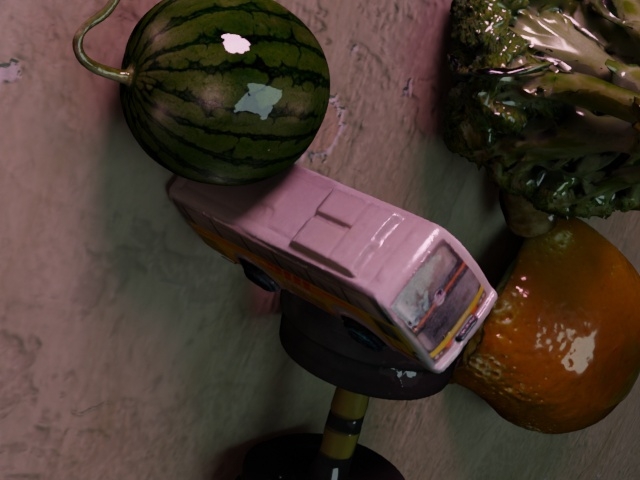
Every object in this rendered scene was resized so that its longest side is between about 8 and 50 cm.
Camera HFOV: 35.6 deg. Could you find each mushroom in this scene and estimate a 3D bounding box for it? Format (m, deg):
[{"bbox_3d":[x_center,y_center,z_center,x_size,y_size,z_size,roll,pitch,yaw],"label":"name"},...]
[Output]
[{"bbox_3d":[0.317,-0.097,1.213,0.312,0.081,0.099,-30,137,-40],"label":"mushroom"}]

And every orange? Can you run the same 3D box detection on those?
[{"bbox_3d":[0.312,0.115,1.284,0.334,0.196,0.262,47,62,-44],"label":"orange"}]

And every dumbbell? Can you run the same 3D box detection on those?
[{"bbox_3d":[0.025,0.170,0.961,0.185,0.185,0.388,-7,119,-47],"label":"dumbbell"}]

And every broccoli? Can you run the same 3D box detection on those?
[{"bbox_3d":[0.279,-0.160,0.964,0.321,0.283,0.303,32,98,-35],"label":"broccoli"}]

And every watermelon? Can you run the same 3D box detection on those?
[{"bbox_3d":[-0.085,-0.111,0.695,0.187,0.141,0.140,5,111,-30],"label":"watermelon"}]

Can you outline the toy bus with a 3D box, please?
[{"bbox_3d":[0.000,0.000,0.751,0.092,0.268,0.106,-51,137,-14],"label":"toy bus"}]
